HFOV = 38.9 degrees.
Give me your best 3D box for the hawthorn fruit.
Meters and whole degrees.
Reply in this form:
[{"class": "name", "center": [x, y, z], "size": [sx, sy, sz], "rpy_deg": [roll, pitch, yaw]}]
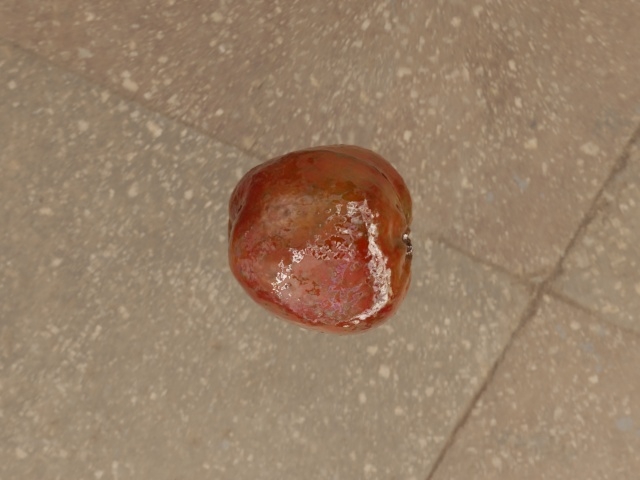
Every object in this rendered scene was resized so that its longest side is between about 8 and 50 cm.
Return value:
[{"class": "hawthorn fruit", "center": [0.000, 0.000, 0.551], "size": [0.128, 0.128, 0.128], "rpy_deg": [2, 111, 6]}]
